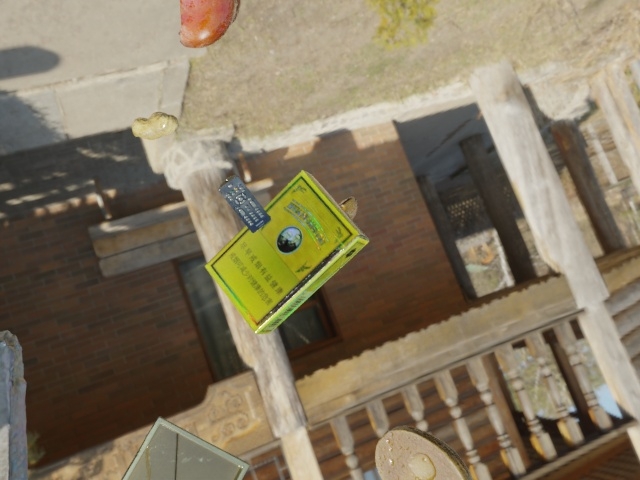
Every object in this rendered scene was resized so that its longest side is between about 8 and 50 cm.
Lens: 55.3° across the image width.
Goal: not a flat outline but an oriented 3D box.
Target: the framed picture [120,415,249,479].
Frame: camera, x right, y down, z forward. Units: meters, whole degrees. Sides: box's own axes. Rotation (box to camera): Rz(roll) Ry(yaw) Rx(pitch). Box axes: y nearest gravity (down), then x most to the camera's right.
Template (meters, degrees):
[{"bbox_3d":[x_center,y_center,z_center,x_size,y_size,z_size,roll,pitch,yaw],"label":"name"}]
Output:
[{"bbox_3d":[-0.255,0.445,1.010,0.250,0.184,0.016,-62,-168,-16],"label":"framed picture"}]

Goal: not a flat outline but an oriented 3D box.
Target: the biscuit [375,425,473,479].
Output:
[{"bbox_3d":[0.195,0.435,1.132,0.049,0.208,0.181,-20,159,-50],"label":"biscuit"}]

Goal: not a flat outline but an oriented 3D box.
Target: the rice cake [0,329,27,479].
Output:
[{"bbox_3d":[-0.408,0.297,0.770,0.072,0.365,0.056,-10,163,-1],"label":"rice cake"}]

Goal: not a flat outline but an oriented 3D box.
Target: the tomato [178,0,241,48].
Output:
[{"bbox_3d":[-0.179,-0.436,1.007,0.094,0.237,0.237,3,169,-5],"label":"tomato"}]

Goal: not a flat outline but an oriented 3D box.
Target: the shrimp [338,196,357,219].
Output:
[{"bbox_3d":[0.000,0.000,1.199,0.249,0.068,0.150,-47,165,-35],"label":"shrimp"}]

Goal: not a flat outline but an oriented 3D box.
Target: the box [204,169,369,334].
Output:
[{"bbox_3d":[-0.053,0.019,0.935,0.220,0.141,0.064,-42,162,8],"label":"box"}]

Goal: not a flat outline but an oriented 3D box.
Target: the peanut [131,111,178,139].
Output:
[{"bbox_3d":[-0.342,-0.236,1.258,0.113,0.054,0.054,-6,179,24],"label":"peanut"}]

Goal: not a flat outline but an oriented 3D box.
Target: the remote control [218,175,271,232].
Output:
[{"bbox_3d":[-0.092,-0.044,0.732,0.034,0.016,0.091,-37,140,-3],"label":"remote control"}]
